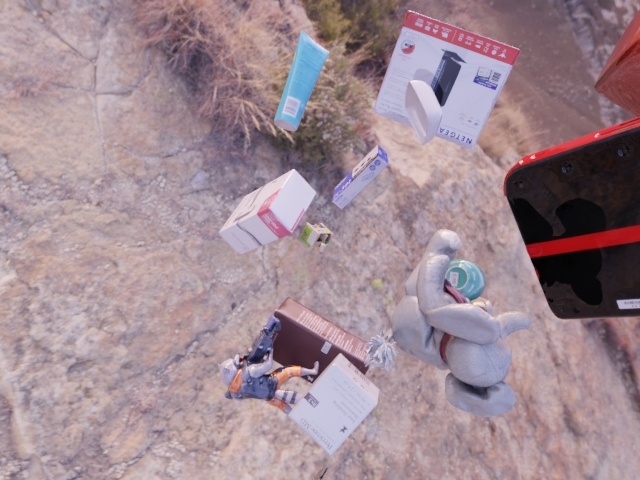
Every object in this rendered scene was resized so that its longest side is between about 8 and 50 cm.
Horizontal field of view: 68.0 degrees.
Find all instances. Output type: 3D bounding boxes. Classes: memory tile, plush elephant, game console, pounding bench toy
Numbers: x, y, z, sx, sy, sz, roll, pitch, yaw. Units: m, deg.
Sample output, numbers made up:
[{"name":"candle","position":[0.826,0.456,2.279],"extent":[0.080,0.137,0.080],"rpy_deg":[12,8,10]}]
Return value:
[{"name":"memory tile","position":[-0.029,0.663,1.254],"extent":[0.012,0.148,0.113],"rpy_deg":[34,43,6]},{"name":"plush elephant","position":[0.277,0.176,0.928],"extent":[0.330,0.255,0.272],"rpy_deg":[-38,129,-31]},{"name":"game console","position":[0.534,-0.027,0.826],"extent":[0.060,0.386,0.342],"rpy_deg":[-28,96,-34]},{"name":"pounding bench toy","position":[0.000,0.000,1.164],"extent":[0.065,0.052,0.083],"rpy_deg":[1,35,-48]}]

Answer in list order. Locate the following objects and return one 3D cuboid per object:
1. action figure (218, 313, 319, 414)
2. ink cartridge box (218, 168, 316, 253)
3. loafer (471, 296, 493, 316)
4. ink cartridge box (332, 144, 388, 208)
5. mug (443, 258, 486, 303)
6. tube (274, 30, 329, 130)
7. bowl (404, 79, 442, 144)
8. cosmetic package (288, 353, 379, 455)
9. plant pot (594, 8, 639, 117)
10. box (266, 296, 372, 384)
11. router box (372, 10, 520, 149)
[{"name":"action figure","position":[-0.162,0.426,1.525],"extent":[0.329,0.342,0.178],"rpy_deg":[17,18,-20]},{"name":"ink cartridge box","position":[-0.138,-0.070,1.210],"extent":[0.092,0.217,0.159],"rpy_deg":[46,48,-21]},{"name":"loafer","position":[0.483,0.223,1.624],"extent":[0.091,0.268,0.102],"rpy_deg":[0,88,-12]},{"name":"ink cartridge box","position":[0.122,-0.197,1.481],"extent":[0.046,0.207,0.097],"rpy_deg":[38,28,-16]},{"name":"mug","position":[0.450,0.133,1.487],"extent":[0.097,0.129,0.158],"rpy_deg":[18,33,-54]},{"name":"tube","position":[-0.043,-0.343,1.032],"extent":[0.080,0.052,0.207],"rpy_deg":[26,80,-38]},{"name":"bowl","position":[0.273,-0.338,1.246],"extent":[0.142,0.053,0.142],"rpy_deg":[79,-8,-72]},{"name":"cosmetic package","position":[0.039,0.427,1.256],"extent":[0.151,0.184,0.151],"rpy_deg":[41,3,9]},{"name":"plant pot","position":[0.845,-0.443,1.152],"extent":[0.267,0.236,0.267],"rpy_deg":[33,77,0]},{"name":"box","position":[-0.012,0.387,1.687],"extent":[0.381,0.191,0.143],"rpy_deg":[29,22,10]},{"name":"router box","position":[0.365,-0.474,1.418],"extent":[0.335,0.301,0.082],"rpy_deg":[21,27,5]}]
